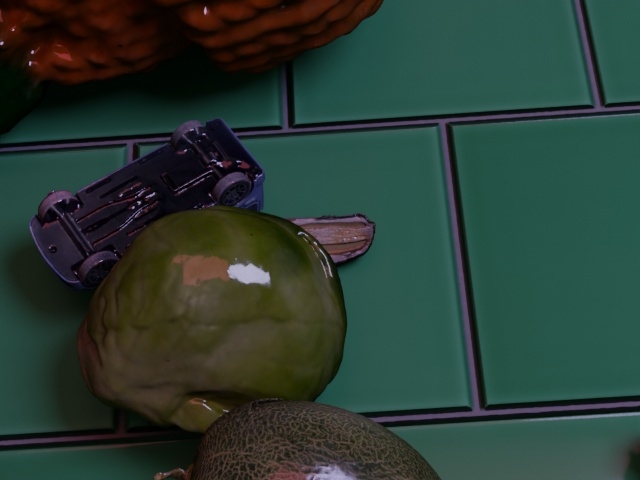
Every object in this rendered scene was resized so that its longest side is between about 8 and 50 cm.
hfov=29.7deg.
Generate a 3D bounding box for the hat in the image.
[{"bbox_3d":[-0.143,-0.206,0.947,0.400,0.285,0.285,-35,60,19],"label":"hat"}]

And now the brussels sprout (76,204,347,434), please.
[{"bbox_3d":[-0.073,0.047,0.818,0.183,0.131,0.145,2,105,0],"label":"brussels sprout"}]

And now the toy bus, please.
[{"bbox_3d":[-0.125,-0.017,0.888,0.167,0.076,0.073,-30,63,-16],"label":"toy bus"}]

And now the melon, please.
[{"bbox_3d":[-0.008,0.167,0.737,0.192,0.139,0.139,19,62,-5],"label":"melon"}]

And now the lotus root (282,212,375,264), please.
[{"bbox_3d":[0.000,0.000,0.898,0.083,0.030,0.037,-3,91,5],"label":"lotus root"}]
